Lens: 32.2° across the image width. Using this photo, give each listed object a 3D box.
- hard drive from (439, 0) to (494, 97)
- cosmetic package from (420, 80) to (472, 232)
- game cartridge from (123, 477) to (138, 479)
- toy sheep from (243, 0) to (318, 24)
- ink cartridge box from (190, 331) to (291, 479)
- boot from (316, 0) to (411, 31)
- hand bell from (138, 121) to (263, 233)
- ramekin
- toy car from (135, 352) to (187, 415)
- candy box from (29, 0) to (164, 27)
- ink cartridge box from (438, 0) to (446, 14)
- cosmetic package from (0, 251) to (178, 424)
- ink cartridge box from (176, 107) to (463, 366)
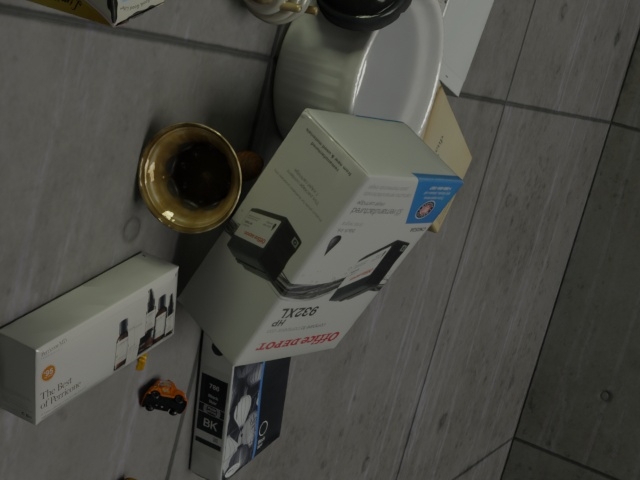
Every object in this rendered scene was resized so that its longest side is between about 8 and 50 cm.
[{"bbox_3d":[0.248,-0.418,1.902,0.203,0.040,0.307,20,90,-65],"label":"hard drive"},{"bbox_3d":[0.141,-0.149,1.798,0.160,0.113,0.309,-65,156,-11],"label":"cosmetic package"},{"bbox_3d":[-0.328,0.497,1.396,0.324,0.053,0.285,-36,139,-47],"label":"game cartridge"},{"bbox_3d":[-0.048,-0.300,1.328,0.132,0.091,0.091,-13,120,-72],"label":"toy sheep"},{"bbox_3d":[-0.105,0.171,1.588,0.165,0.065,0.332,-31,134,-53],"label":"ink cartridge box"},{"bbox_3d":[0.051,-0.518,1.271,0.445,0.146,0.367,74,27,-59],"label":"boot"},{"bbox_3d":[-0.114,-0.086,1.360,0.242,0.126,0.126,-25,131,-72],"label":"hand bell"},{"bbox_3d":[0.052,-0.226,1.529,0.277,0.135,0.277,-45,146,-42],"label":"ramekin"},{"bbox_3d":[-0.200,0.173,1.407,0.122,0.060,0.040,93,-3,-46],"label":"toy car"},{"bbox_3d":[-0.214,-0.307,0.898,0.071,0.159,0.233,-41,142,-44],"label":"candy box"},{"bbox_3d":[0.151,-0.379,1.705,0.104,0.060,0.180,0,108,-65],"label":"ink cartridge box"},{"bbox_3d":[-0.253,0.103,1.237,0.239,0.060,0.099,-34,136,-52],"label":"cosmetic package"},{"bbox_3d":[0.000,0.000,1.386,0.223,0.129,0.307,-2,134,-54],"label":"ink cartridge box"}]
